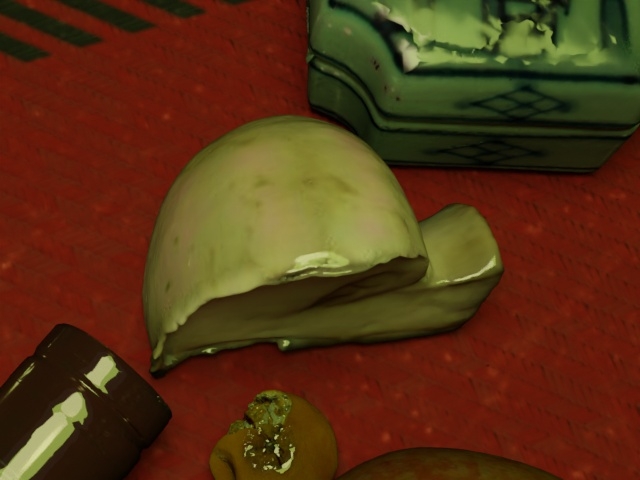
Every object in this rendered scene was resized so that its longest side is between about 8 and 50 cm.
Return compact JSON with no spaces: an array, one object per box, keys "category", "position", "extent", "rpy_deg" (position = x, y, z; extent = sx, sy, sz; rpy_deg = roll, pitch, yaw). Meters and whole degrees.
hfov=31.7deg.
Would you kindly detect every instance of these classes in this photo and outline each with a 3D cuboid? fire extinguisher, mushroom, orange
[{"category":"fire extinguisher","position":[-0.242,0.198,0.663],"extent":[0.141,0.105,0.341],"rpy_deg":[23,63,38]},{"category":"mushroom","position":[-0.006,-0.027,0.745],"extent":[0.236,0.162,0.173],"rpy_deg":[-7,70,-11]},{"category":"orange","position":[-0.027,0.140,0.728],"extent":[0.086,0.062,0.086],"rpy_deg":[3,70,-7]}]

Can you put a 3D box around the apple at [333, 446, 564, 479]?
[{"category":"apple","position":[0.074,0.235,0.602],"extent":[0.265,0.264,0.264],"rpy_deg":[2,67,-5]}]

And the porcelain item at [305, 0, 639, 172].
[{"category":"porcelain item","position":[0.127,-0.202,0.838],"extent":[0.286,0.157,0.281],"rpy_deg":[3,68,-4]}]
